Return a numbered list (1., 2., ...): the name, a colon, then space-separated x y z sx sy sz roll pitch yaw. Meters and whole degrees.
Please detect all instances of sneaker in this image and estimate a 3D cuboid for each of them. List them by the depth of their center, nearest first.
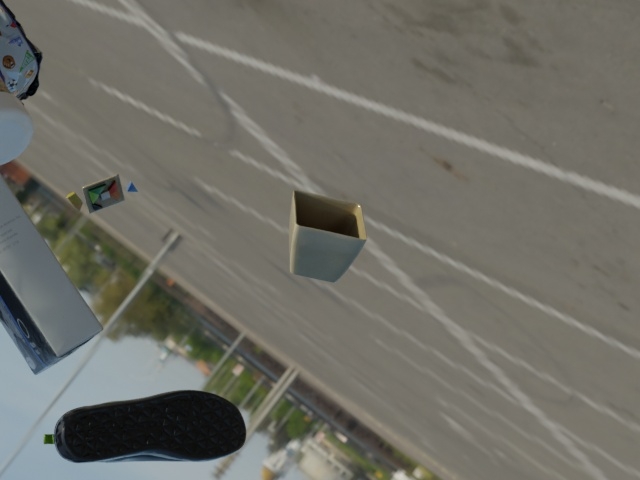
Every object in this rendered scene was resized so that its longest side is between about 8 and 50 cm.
1. sneaker: -0.208 0.223 1.260 0.235 0.084 0.097 4 166 -19

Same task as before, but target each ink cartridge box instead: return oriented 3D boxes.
1. ink cartridge box: -0.360 -0.015 1.132 0.332 0.065 0.165 58 154 0

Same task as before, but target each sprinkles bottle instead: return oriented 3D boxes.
1. sprinkles bottle: -0.594 -0.276 1.714 0.355 0.121 0.121 51 179 27

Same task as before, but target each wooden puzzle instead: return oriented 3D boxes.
1. wooden puzzle: -0.379 -0.079 1.843 0.014 0.116 0.078 55 166 34

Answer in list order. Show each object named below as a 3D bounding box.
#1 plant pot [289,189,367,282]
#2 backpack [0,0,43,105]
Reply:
1. plant pot: 0.000 0.000 1.592 0.109 0.096 0.109 13 -150 -11
2. backpack: -0.720 -0.390 2.207 0.276 0.213 0.263 51 142 -12
